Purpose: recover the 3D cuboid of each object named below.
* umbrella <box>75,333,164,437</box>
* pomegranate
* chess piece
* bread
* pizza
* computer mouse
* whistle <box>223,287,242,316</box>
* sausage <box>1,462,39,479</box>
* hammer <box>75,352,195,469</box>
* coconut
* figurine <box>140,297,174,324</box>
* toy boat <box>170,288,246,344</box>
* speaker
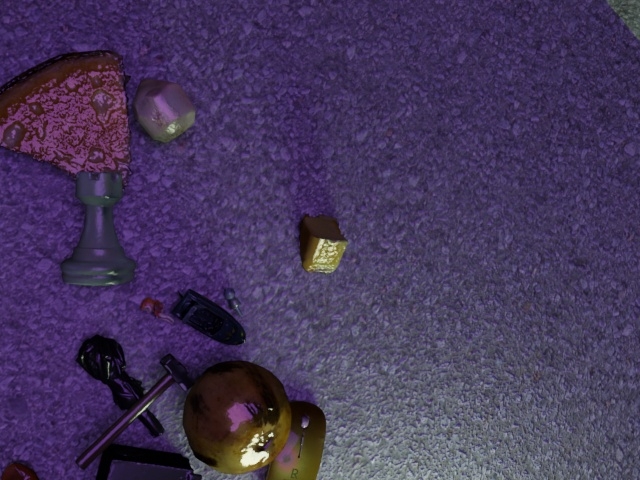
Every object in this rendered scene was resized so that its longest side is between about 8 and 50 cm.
[{"bbox_3d":[-0.545,0.409,1.826,0.118,0.118,0.340,-37,100,-19],"label":"umbrella"},{"bbox_3d":[-0.232,0.492,1.837,0.322,0.322,0.321,1,86,-20],"label":"pomegranate"},{"bbox_3d":[-0.596,-0.035,1.772,0.195,0.195,0.298,0,95,-20],"label":"chess piece"},{"bbox_3d":[0.000,0.000,2.084,0.140,0.169,0.160,3,45,-21],"label":"bread"},{"bbox_3d":[-0.689,-0.374,1.835,0.435,0.080,0.391,24,81,-19],"label":"pizza"},{"bbox_3d":[-0.077,0.648,2.004,0.158,0.072,0.310,17,80,-21],"label":"computer mouse"},{"bbox_3d":[-0.262,0.185,1.983,0.035,0.035,0.100,-30,99,-20],"label":"whistle"},{"bbox_3d":[-0.779,0.668,1.739,0.089,0.089,0.179,-26,92,-20],"label":"sausage"},{"bbox_3d":[-0.507,0.471,1.780,0.365,0.043,0.111,-44,116,-19],"label":"hammer"},{"bbox_3d":[-0.455,-0.380,1.878,0.171,0.171,0.182,-42,106,-18],"label":"coconut"},{"bbox_3d":[-0.466,0.205,1.895,0.109,0.064,0.047,34,51,-1],"label":"figurine"},{"bbox_3d":[-0.319,0.236,1.926,0.246,0.103,0.093,36,100,-20],"label":"toy boat"},{"bbox_3d":[-0.482,0.696,1.790,0.254,0.184,0.232,15,82,-23],"label":"speaker"}]
